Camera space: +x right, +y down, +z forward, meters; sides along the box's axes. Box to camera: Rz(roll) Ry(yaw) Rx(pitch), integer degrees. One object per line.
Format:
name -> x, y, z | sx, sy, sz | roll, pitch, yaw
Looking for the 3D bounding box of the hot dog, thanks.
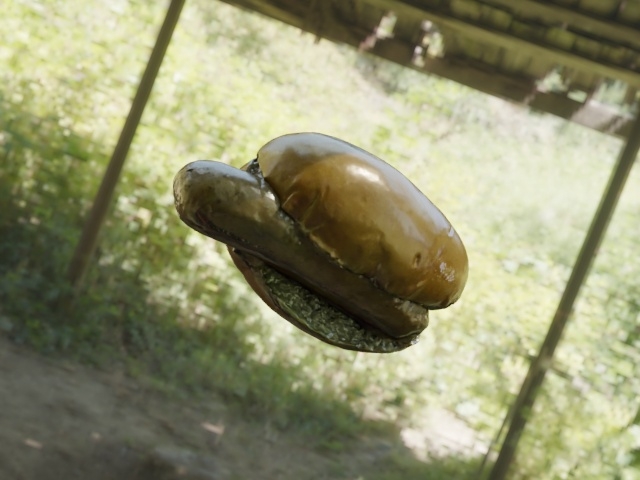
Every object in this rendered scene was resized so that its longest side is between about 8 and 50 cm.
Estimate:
hot dog -> 0.002, -0.001, 0.559 | 0.140, 0.090, 0.060 | 44, 30, -19
